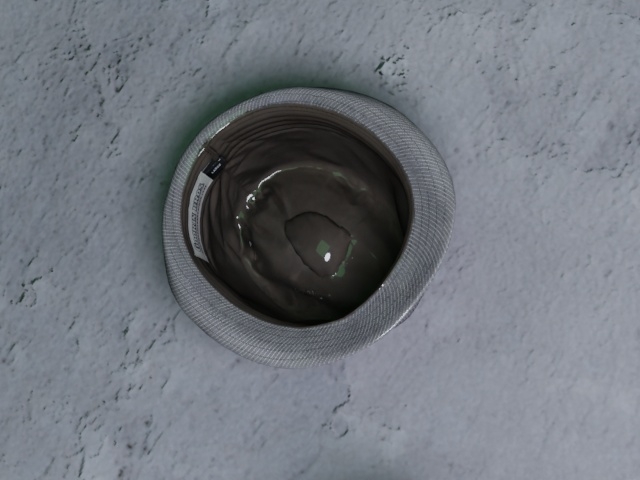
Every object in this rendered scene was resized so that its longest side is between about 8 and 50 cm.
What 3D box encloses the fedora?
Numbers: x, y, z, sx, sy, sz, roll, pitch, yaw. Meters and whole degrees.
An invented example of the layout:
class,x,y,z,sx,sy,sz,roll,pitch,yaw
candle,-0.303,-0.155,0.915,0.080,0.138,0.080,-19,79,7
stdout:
class,x,y,z,sx,sy,sz,roll,pitch,yaw
fedora,0.000,0.000,1.606,0.275,0.124,0.244,28,82,29
